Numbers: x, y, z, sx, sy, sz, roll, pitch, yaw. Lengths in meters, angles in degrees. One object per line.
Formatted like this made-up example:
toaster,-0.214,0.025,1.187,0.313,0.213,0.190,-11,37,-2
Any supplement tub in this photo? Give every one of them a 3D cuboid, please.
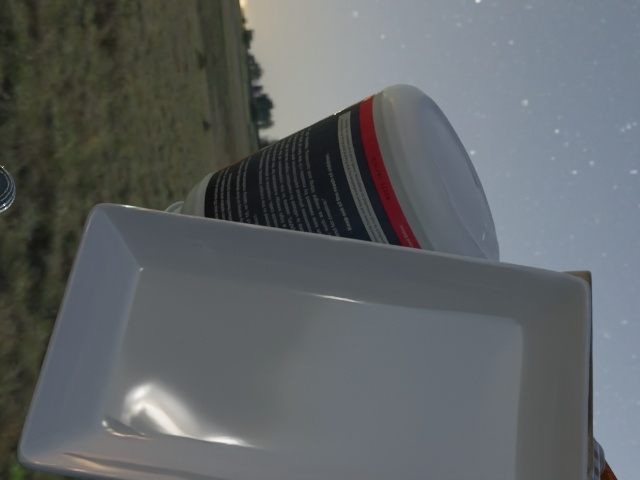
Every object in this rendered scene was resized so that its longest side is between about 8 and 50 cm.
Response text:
supplement tub,0.000,0.000,0.773,0.191,0.272,0.191,51,26,-36

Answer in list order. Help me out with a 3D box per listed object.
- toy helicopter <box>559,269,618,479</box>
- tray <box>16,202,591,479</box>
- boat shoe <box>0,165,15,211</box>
toy helicopter,0.267,0.206,0.909,0.235,0.140,0.354,-12,101,-70
tray,-0.002,0.067,0.450,0.030,0.271,0.145,94,6,-63
boat shoe,-0.582,-0.126,1.250,0.099,0.320,0.116,-23,-133,53
